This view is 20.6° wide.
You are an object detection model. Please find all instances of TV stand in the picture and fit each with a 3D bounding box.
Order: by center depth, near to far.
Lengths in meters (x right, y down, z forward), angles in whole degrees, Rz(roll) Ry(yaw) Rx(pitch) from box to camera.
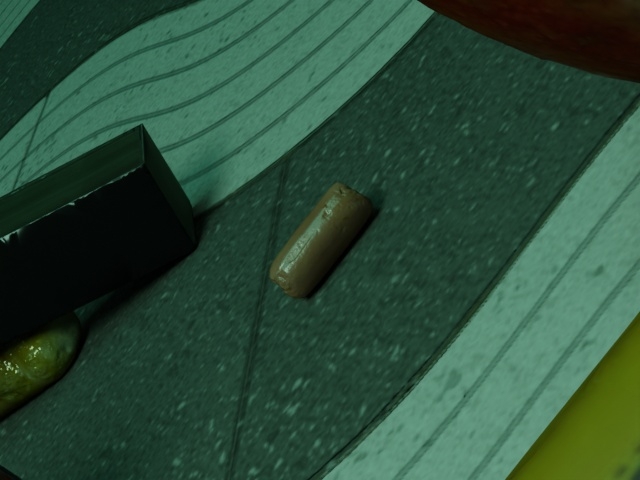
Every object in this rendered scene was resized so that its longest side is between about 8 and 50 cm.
[{"bbox_3d":[-0.238,0.017,1.404,0.269,0.088,0.083,-27,28,8],"label":"TV stand"}]

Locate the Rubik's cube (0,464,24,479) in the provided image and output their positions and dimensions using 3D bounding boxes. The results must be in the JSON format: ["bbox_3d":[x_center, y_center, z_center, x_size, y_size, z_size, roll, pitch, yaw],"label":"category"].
[{"bbox_3d":[-0.278,0.265,1.005,0.260,0.259,0.255,-48,21,16],"label":"Rubik's cube"}]

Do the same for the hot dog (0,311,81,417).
[{"bbox_3d":[-0.307,0.136,1.500,0.286,0.061,0.088,-38,37,31],"label":"hot dog"}]

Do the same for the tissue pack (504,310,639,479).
[{"bbox_3d":[0.124,0.186,0.321,0.382,0.228,0.293,-52,50,1],"label":"tissue pack"}]

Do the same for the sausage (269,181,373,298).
[{"bbox_3d":[0.000,0.000,1.160,0.083,0.034,0.034,-53,23,-2],"label":"sausage"}]

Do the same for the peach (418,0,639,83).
[{"bbox_3d":[0.191,-0.235,0.760,0.416,0.353,0.339,-12,20,23],"label":"peach"}]
